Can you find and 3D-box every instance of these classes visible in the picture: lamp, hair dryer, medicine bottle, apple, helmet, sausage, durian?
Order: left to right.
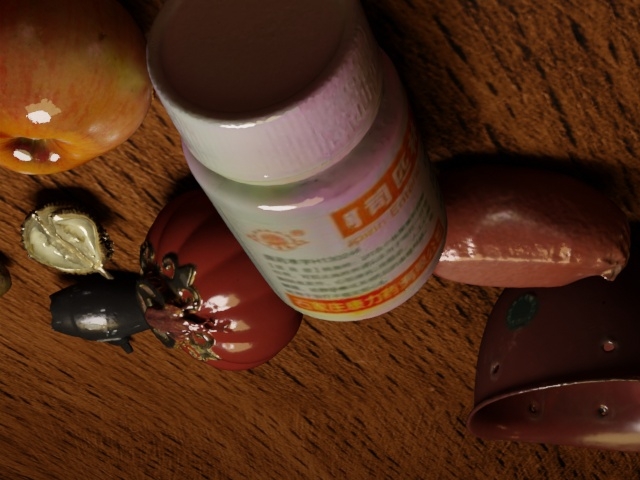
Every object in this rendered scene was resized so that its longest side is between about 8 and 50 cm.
[{"bbox_3d":[-0.259,-0.153,1.181,0.210,0.164,0.209,2,155,1],"label":"apple"},{"bbox_3d":[-0.304,-0.008,1.560,0.110,0.071,0.140,-26,125,34],"label":"durian"},{"bbox_3d":[-0.268,0.114,1.821,0.236,0.091,0.271,-4,166,-9],"label":"hair dryer"},{"bbox_3d":[-0.122,0.049,1.491,0.227,0.226,0.227,2,152,1],"label":"lamp"},{"bbox_3d":[-0.012,-0.091,1.222,0.219,0.219,0.388,-5,150,15],"label":"medicine bottle"},{"bbox_3d":[0.223,-0.014,1.438,0.255,0.148,0.148,2,153,-7],"label":"sausage"},{"bbox_3d":[0.359,0.127,1.587,0.338,0.230,0.385,-18,154,37],"label":"helmet"}]

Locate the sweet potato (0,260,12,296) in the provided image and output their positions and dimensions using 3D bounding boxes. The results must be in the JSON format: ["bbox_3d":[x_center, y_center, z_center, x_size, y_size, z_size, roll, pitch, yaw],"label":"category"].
[{"bbox_3d":[-0.544,0.026,1.653,0.273,0.075,0.075,14,150,-15],"label":"sweet potato"}]
